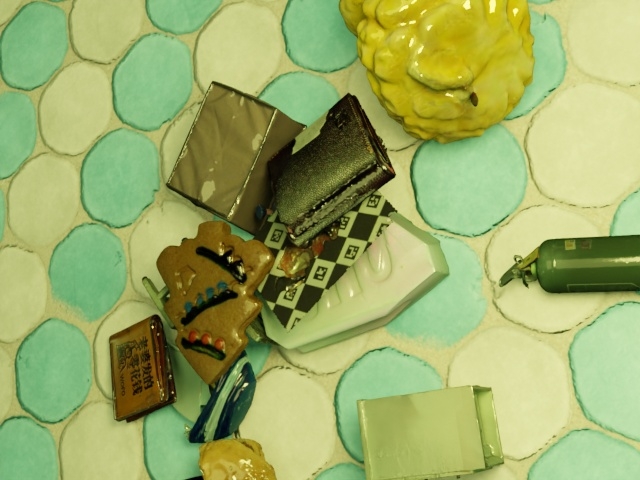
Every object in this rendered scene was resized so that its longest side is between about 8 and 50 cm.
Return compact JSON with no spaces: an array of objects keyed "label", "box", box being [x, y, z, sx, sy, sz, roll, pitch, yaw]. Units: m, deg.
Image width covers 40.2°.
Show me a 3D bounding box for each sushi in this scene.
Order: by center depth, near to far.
[{"label":"sushi","box":[0.000,0.000,1.582,0.290,0.050,0.264,-49,42,8]}]

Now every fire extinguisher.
[{"label":"fire extinguisher","box":[0.461,0.043,1.457,0.311,0.114,0.095,-2,125,25]}]

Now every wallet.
[{"label":"wallet","box":[0.009,-0.134,1.575,0.221,0.071,0.262,-40,37,18]},{"label":"wallet","box":[-0.377,0.266,1.812,0.161,0.042,0.196,-25,66,31]}]

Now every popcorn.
[{"label":"popcorn","box":[0.196,-0.354,1.553,0.349,0.349,0.381,-59,39,5]}]

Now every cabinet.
[{"label":"cabinet","box":[0.192,0.337,1.505,0.206,0.145,0.150,-12,75,22]}]

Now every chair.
[{"label":"chair","box":[-0.212,0.142,1.730,0.147,0.136,0.270,-43,67,12]}]

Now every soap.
[{"label":"soap","box":[0.056,0.066,1.634,0.346,0.115,0.208,-21,73,19]}]

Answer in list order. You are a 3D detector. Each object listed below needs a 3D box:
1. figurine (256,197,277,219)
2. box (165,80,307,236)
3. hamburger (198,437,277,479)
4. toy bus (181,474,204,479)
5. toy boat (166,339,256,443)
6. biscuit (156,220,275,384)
[{"label":"figurine","box":[-0.022,-0.071,1.711,0.195,0.111,0.102,-32,78,8]},{"label":"box","box":[-0.170,-0.165,1.760,0.188,0.153,0.252,27,91,25]},{"label":"hamburger","box":[-0.134,0.488,1.639,0.130,0.124,0.262,-27,71,18]},{"label":"toy bus","box":[-0.324,0.562,1.714,0.302,0.127,0.147,-20,78,19]},{"label":"toy boat","box":[-0.267,0.276,1.775,0.291,0.067,0.221,27,93,29]},{"label":"biscuit","box":[-0.199,0.113,1.611,0.278,0.043,0.302,-9,78,32]}]
